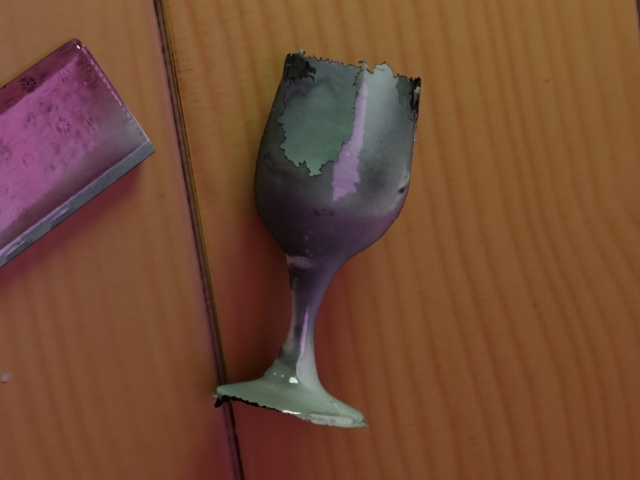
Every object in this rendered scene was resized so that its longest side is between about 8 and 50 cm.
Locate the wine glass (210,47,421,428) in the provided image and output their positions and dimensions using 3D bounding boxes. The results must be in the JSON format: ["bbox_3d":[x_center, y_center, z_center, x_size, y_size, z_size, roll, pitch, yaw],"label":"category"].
[{"bbox_3d":[0.000,0.000,1.569,0.143,0.143,0.321,7,93,-26],"label":"wine glass"}]

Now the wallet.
[{"bbox_3d":[-0.257,-0.053,1.498,0.232,0.025,0.119,-38,112,-15],"label":"wallet"}]
